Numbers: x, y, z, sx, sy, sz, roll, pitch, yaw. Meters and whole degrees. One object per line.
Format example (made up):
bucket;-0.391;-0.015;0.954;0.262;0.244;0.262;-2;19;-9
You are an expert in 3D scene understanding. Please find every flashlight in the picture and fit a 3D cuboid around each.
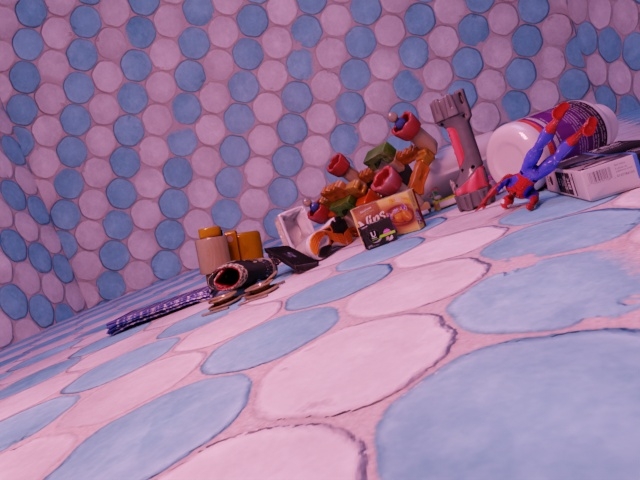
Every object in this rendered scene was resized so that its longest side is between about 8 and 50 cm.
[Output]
flashlight;0.371;-0.233;1.226;0.103;0.304;0.103;-22;4;-8

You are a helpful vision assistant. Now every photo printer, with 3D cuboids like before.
photo printer;0.455;-0.232;1.588;0.307;0.107;0.256;-21;-21;-11

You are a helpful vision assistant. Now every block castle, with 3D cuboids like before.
block castle;0.144;-0.207;1.518;0.453;0.212;0.303;-18;44;56

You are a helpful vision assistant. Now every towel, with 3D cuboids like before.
towel;-0.484;0.210;1.470;0.335;0.040;0.243;-19;3;-3

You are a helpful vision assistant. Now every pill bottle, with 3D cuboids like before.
pill bottle;0.599;-0.247;1.177;0.322;0.182;0.181;-22;5;-20

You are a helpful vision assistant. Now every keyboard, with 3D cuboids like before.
keyboard;-0.094;0.050;1.275;0.108;0.023;0.180;-7;18;-33

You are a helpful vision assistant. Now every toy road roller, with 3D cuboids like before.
toy road roller;-0.342;0.042;1.780;0.240;0.203;0.329;-10;2;-9

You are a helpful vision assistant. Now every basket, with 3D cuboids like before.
basket;-0.094;-0.031;1.743;0.113;0.167;0.103;-22;-1;-22

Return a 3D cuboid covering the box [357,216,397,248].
box;0.148;-0.020;1.199;0.083;0.062;0.052;-21;3;-3

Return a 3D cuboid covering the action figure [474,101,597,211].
action figure;0.407;-0.122;0.908;0.139;0.091;0.280;-48;-15;-22

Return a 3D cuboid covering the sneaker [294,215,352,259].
sneaker;0.000;0.000;1.427;0.121;0.099;0.262;-22;2;34

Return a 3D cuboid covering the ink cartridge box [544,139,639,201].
ink cartridge box;0.560;-0.145;0.920;0.165;0.065;0.332;-20;4;14

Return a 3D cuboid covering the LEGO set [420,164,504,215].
LEGO set;0.424;-0.167;1.435;0.286;0.107;0.132;-16;6;38

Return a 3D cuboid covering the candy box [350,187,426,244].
candy box;0.183;-0.063;1.265;0.186;0.109;0.053;-16;7;36

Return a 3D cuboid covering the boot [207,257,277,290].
boot;-0.258;0.100;1.278;0.236;0.085;0.178;-14;-3;25

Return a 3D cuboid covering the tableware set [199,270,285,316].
tableware set;-0.196;0.127;1.130;0.194;0.039;0.128;-19;5;18

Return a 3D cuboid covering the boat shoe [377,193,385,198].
boat shoe;0.259;-0.134;1.663;0.122;0.120;0.324;-22;5;-16

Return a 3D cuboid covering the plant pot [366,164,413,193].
plant pot;0.299;-0.236;1.934;0.166;0.188;0.187;-21;-18;-20
